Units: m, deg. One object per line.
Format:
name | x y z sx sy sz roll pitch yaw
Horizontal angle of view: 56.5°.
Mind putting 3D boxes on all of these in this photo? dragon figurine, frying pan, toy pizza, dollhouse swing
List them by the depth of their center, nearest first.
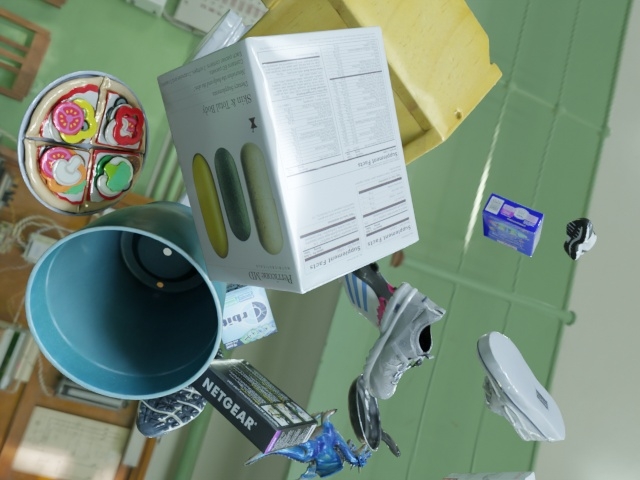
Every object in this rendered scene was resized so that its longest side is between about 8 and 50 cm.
toy pizza | -0.310 -0.127 0.812 0.032 0.201 0.201 21 -89 31
dollhouse swing | 0.051 -0.299 1.030 0.315 0.347 0.305 -47 -167 -33
dragon figurine | -0.009 0.430 1.184 0.085 0.289 0.144 -26 -100 39
frying pan | 0.139 0.468 1.596 0.326 0.053 0.197 48 32 -58

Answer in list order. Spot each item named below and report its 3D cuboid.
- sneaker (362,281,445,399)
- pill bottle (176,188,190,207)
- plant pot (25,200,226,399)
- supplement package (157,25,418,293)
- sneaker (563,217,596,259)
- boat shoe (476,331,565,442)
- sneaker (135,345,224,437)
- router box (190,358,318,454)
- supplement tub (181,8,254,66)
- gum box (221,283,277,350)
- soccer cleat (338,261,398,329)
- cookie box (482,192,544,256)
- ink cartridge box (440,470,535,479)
sneaker | 0.165 0.225 1.193 0.105 0.115 0.281 -36 145 -48
pill bottle | -0.213 -0.045 1.355 0.334 0.188 0.188 -140 -110 -87
plant pot | -0.270 0.061 0.937 0.255 0.272 0.271 -89 -157 -69
supplement package | -0.037 -0.098 0.724 0.199 0.198 0.262 1 -72 49
sneaker | 0.422 -0.010 0.958 0.040 0.044 0.109 59 -3 28
boat shoe | 0.320 0.256 1.008 0.088 0.267 0.096 -25 -144 31
sneaker | -0.278 0.307 1.173 0.122 0.110 0.283 -57 179 23
router box | -0.106 0.254 0.938 0.046 0.179 0.133 -59 152 4
supplement tub | -0.153 -0.357 1.430 0.241 0.331 0.241 -41 -155 23
gum box | -0.220 0.205 1.680 0.041 0.157 0.184 -127 -160 -59
soccer cleat | 0.162 0.180 1.657 0.331 0.116 0.143 56 -36 28
cookie box | 0.319 -0.025 0.994 0.040 0.092 0.107 -58 156 -11
ink cartridge box | 0.288 0.438 1.025 0.150 0.109 0.063 -12 -107 26
